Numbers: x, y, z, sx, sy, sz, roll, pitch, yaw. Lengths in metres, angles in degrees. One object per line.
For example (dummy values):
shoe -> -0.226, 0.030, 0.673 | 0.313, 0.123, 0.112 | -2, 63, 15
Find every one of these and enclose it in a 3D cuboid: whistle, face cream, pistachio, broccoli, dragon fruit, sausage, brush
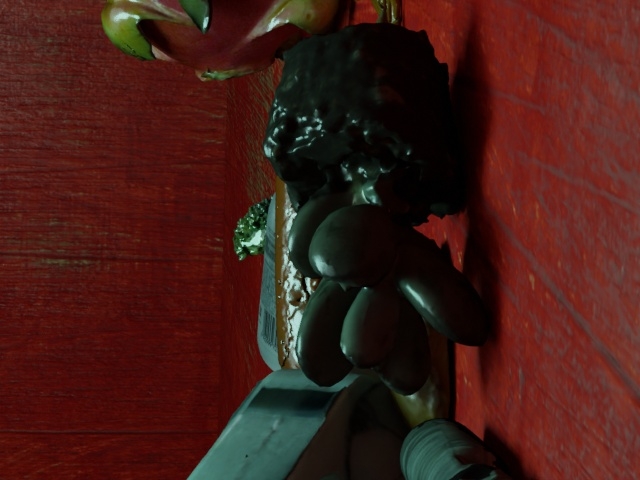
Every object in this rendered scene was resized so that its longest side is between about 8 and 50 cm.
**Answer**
whistle -> -0.004, 0.194, 1.423 | 0.289, 0.163, 0.163 | -52, -20, -40
face cream -> -0.018, 0.007, 1.941 | 0.144, 0.071, 0.291 | -145, 56, -59
pistachio -> 0.073, 0.085, 1.392 | 0.089, 0.049, 0.173 | 134, 137, -81
broccoli -> -0.030, 0.041, 2.066 | 0.118, 0.122, 0.204 | 52, -157, -79
dragon fruit -> -0.098, -0.288, 1.955 | 0.305, 0.305, 0.225 | -132, 19, -79
sausage -> 0.000, 0.000, 1.789 | 0.102, 0.102, 0.330 | 152, 119, -81
brush -> 0.049, -0.261, 1.738 | 0.314, 0.017, 0.090 | -108, 17, -66

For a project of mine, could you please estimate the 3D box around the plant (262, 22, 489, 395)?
plant -> 0.037, -0.019, 1.301 | 0.149, 0.146, 0.274 | 30, -135, -46

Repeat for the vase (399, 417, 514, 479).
vase -> 0.100, 0.165, 1.151 | 0.211, 0.060, 0.060 | -144, 55, -79

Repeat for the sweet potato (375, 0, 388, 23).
sweet potato -> 0.051, -0.119, 1.575 | 0.056, 0.056, 0.195 | 158, 118, -82
